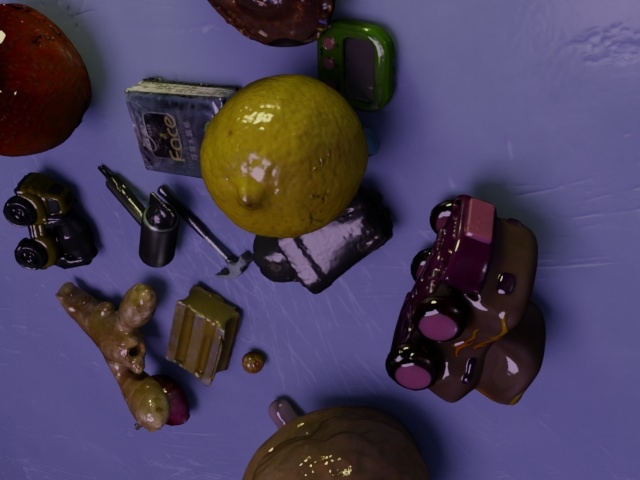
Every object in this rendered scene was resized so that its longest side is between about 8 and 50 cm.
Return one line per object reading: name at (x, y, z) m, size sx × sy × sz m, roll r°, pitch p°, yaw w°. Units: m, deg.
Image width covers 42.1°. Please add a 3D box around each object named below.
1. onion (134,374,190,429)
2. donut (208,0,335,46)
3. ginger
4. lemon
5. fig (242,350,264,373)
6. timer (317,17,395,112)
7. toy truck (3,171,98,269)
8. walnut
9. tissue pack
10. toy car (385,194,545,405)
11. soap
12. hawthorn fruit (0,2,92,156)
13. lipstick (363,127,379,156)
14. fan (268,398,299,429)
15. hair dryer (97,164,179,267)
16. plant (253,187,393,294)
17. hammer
onion at (-0.408, 0.418, 2.066) m, size 0.150 × 0.140 × 0.150 m, roll 30°, pitch 140°, yaw 29°
donut at (-0.067, -0.392, 1.227) m, size 0.216 × 0.096 × 0.230 m, roll 44°, pitch 145°, yaw -25°
ginger at (-0.481, 0.257, 1.997) m, size 0.348 × 0.122 × 0.363 m, roll 11°, pitch 119°, yaw 46°
lemon at (-0.053, -0.127, 1.258) m, size 0.267 × 0.267 × 0.267 m, roll 19°, pitch 131°, yaw 24°
fig at (-0.156, 0.270, 1.845) m, size 0.050 × 0.050 × 0.083 m, roll 55°, pitch 157°, yaw -10°
timer at (0.056, -0.271, 1.285) m, size 0.128 × 0.047 × 0.140 m, roll 19°, pitch 131°, yaw 26°
toy truck at (-0.603, -0.042, 1.885) m, size 0.165 × 0.147 × 0.224 m, roll 1°, pitch 122°, yaw 7°
walnut at (0.037, 0.507, 1.645) m, size 0.384 × 0.383 × 0.383 m, roll 19°, pitch 131°, yaw 24°
tissue pack at (-0.239, -0.203, 1.531) m, size 0.236 × 0.073 × 0.173 m, roll 11°, pitch 126°, yaw 29°
toy car at (0.250, 0.109, 1.298) m, size 0.240 × 0.271 × 0.340 m, roll 19°, pitch 133°, yaw 0°
soap at (-0.263, 0.213, 1.857) m, size 0.135 × 0.076 × 0.233 m, roll 32°, pitch 136°, yaw 12°
hawthorn fruit at (-0.588, -0.293, 1.555) m, size 0.316 × 0.316 × 0.315 m, roll 19°, pitch 131°, yaw 24°
lipstick at (0.026, -0.143, 1.400) m, size 0.158 × 0.048 × 0.048 m, roll -19°, pitch 109°, yaw 43°
fan at (-0.032, 0.460, 1.879) m, size 0.244 × 0.074 × 0.130 m, roll 55°, pitch 146°, yaw -4°
hair dryer at (-0.387, -0.083, 1.722) m, size 0.248 × 0.078 × 0.195 m, roll 45°, pitch 148°, yaw 15°
plant at (0.000, 0.000, 1.450) m, size 0.256 × 0.164 × 0.141 m, roll -20°, pitch 108°, yaw 31°
hammer at (-0.249, -0.018, 1.711) m, size 0.246 × 0.029 × 0.103 m, roll 44°, pitch 136°, yaw 3°
